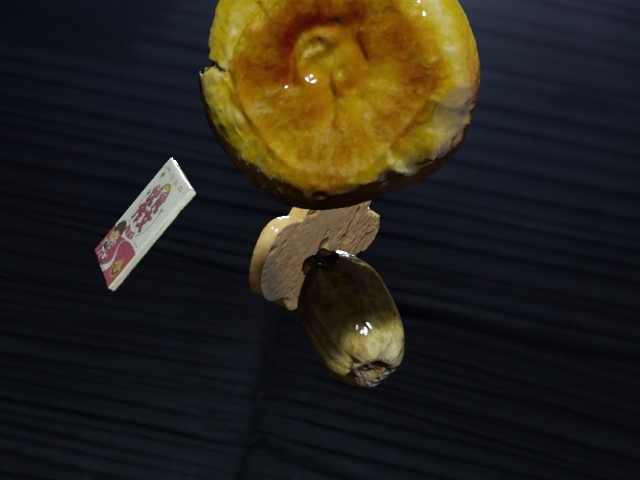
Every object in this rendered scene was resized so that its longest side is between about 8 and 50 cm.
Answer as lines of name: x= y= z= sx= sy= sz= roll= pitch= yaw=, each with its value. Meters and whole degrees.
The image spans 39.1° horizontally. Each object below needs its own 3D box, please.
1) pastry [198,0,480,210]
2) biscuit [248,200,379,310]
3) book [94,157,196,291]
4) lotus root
pastry: x=0.018 y=-0.197 z=1.080 sx=0.164 sy=0.356 sz=0.356 roll=-20 pitch=-55 yaw=-66
biscuit: x=-0.004 y=-0.002 z=1.689 sx=0.376 sy=0.051 sz=0.269 roll=-16 pitch=-50 yaw=-52
book: x=-0.321 y=-0.032 z=1.630 sx=0.232 sy=0.022 sz=0.162 roll=-50 pitch=34 yaw=6
lotus root: x=0.036 y=0.105 z=1.351 sx=0.145 sy=0.128 sz=0.260 roll=-56 pitch=41 yaw=27
